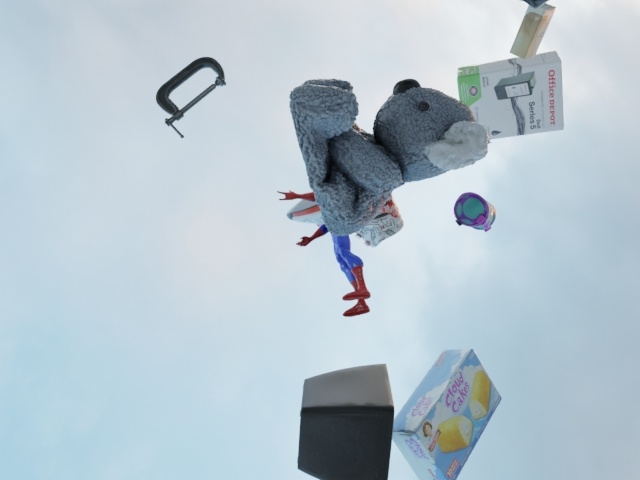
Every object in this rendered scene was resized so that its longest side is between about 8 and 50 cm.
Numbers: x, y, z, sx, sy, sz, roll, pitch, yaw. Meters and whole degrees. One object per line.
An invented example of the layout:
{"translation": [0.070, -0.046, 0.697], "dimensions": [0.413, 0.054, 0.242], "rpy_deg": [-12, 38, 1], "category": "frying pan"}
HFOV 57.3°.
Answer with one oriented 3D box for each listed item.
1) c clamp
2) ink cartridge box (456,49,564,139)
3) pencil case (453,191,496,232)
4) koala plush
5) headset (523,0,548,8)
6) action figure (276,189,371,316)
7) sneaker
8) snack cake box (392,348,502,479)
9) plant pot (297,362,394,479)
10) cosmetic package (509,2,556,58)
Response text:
{"translation": [-0.235, -0.271, 1.085], "dimensions": [0.137, 0.022, 0.160], "rpy_deg": [38, -101, 29], "category": "c clamp"}
{"translation": [0.531, -0.400, 1.642], "dimensions": [0.273, 0.198, 0.114], "rpy_deg": [-6, -152, 17], "category": "ink cartridge box"}
{"translation": [0.297, -0.052, 1.122], "dimensions": [0.070, 0.065, 0.152], "rpy_deg": [59, -161, 13], "category": "pencil case"}
{"translation": [0.093, -0.121, 0.741], "dimensions": [0.222, 0.203, 0.196], "rpy_deg": [-13, -162, 5], "category": "koala plush"}
{"translation": [0.154, -0.427, 0.583], "dimensions": [0.394, 0.185, 0.243], "rpy_deg": [52, -161, 12], "category": "headset"}
{"translation": [0.000, 0.000, 1.057], "dimensions": [0.139, 0.091, 0.280], "rpy_deg": [-6, -125, -4], "category": "action figure"}
{"translation": [0.052, -0.042, 1.260], "dimensions": [0.145, 0.270, 0.090], "rpy_deg": [57, -135, -19], "category": "sneaker"}
{"translation": [0.276, 0.378, 1.278], "dimensions": [0.264, 0.089, 0.152], "rpy_deg": [-43, -73, -37], "category": "snack cake box"}
{"translation": [0.043, 0.351, 1.118], "dimensions": [0.167, 0.187, 0.188], "rpy_deg": [4, -165, 1], "category": "plant pot"}
{"translation": [0.474, -0.470, 1.311], "dimensions": [0.060, 0.115, 0.041], "rpy_deg": [-25, -128, -38], "category": "cosmetic package"}
